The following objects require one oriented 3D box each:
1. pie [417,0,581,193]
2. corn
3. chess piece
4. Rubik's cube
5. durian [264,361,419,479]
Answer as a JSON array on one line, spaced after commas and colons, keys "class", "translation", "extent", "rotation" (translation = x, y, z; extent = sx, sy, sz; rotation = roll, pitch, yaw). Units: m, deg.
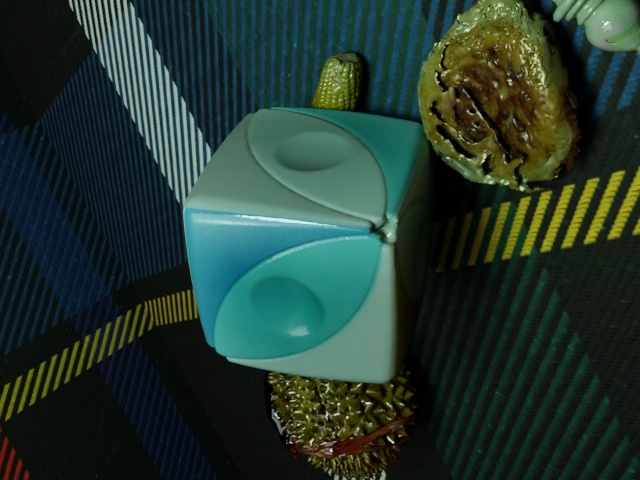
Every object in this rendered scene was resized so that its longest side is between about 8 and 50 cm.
[{"class": "pie", "translation": [0.253, -0.202, 1.060], "extent": [0.308, 0.085, 0.308], "rotation": [32, 140, 32]}, {"class": "corn", "translation": [0.017, -0.205, 1.339], "extent": [0.097, 0.097, 0.320], "rotation": [39, 140, 24]}, {"class": "chess piece", "translation": [0.305, -0.318, 0.891], "extent": [0.272, 0.139, 0.139], "rotation": [39, 143, 6]}, {"class": "Rubik's cube", "translation": [0.000, 0.000, 1.216], "extent": [0.351, 0.352, 0.347], "rotation": [9, 128, 18]}, {"class": "durian", "translation": [0.045, 0.339, 1.557], "extent": [0.347, 0.347, 0.384], "rotation": [-15, 114, 54]}]
